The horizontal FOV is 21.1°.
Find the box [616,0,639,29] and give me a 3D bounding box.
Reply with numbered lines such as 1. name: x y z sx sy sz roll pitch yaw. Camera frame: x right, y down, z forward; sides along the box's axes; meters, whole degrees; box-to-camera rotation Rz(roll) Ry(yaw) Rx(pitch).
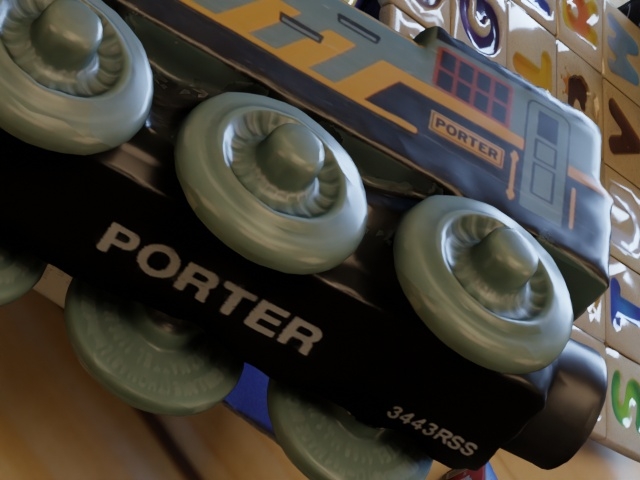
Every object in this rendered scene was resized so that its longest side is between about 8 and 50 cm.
1. box: 0.334 -0.151 1.116 0.163 0.247 0.142 -34 96 -46

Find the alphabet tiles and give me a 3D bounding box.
1. alphabet tiles: 0.131 -0.038 0.973 0.342 0.011 0.285 28 58 -48

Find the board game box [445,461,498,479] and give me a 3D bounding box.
1. board game box: 0.131 0.244 0.837 0.281 0.027 0.145 64 6 3

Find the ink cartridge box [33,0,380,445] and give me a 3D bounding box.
1. ink cartridge box: -0.069 -0.099 0.815 0.307 0.072 0.304 32 49 -10

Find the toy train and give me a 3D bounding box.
1. toy train: -0.030 -0.031 0.678 0.334 0.142 0.190 27 41 -13
